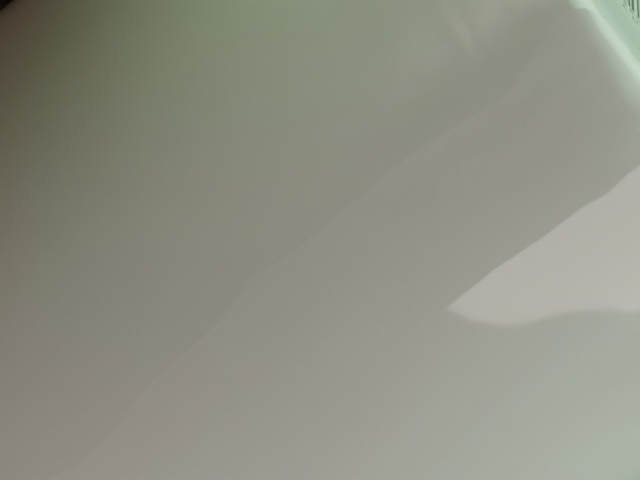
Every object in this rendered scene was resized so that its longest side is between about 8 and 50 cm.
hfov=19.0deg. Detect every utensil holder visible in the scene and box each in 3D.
[{"bbox_3d":[0.000,0.000,0.791,0.385,0.327,0.328,-36,141,25],"label":"utensil holder"}]
